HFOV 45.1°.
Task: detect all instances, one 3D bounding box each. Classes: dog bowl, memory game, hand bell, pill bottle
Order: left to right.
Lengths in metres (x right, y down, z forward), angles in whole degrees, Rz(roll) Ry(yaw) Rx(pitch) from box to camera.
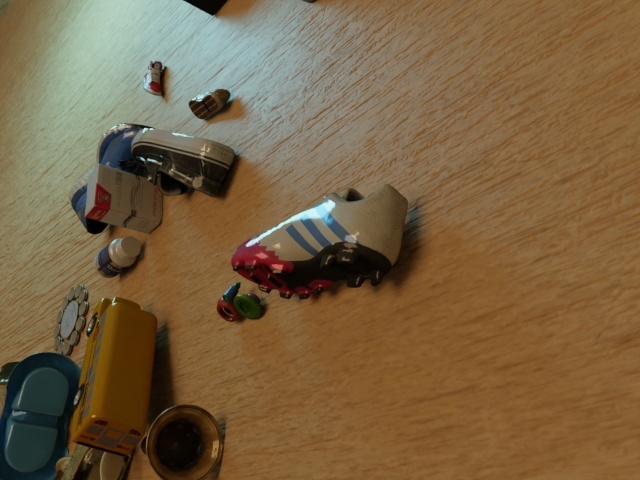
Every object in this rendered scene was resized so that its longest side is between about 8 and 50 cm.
[{"bbox_3d":[-0.636,0.396,1.722,0.074,0.165,0.297,-11,64,63],"label":"dog bowl"},{"bbox_3d":[-0.621,0.198,1.915,0.186,0.012,0.186,-29,52,44],"label":"memory game"},{"bbox_3d":[-0.451,0.035,1.719,0.120,0.067,0.067,-30,51,43],"label":"pill bottle"},{"bbox_3d":[-0.267,0.352,1.318,0.242,0.126,0.126,-29,51,59],"label":"hand bell"}]

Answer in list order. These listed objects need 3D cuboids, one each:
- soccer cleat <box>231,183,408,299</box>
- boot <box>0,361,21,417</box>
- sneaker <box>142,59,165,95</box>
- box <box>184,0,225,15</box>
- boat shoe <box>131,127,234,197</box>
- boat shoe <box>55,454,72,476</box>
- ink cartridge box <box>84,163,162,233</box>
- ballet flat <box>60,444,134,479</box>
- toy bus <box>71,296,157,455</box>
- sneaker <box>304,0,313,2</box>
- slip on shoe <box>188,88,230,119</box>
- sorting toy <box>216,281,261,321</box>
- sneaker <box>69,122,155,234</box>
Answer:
[{"bbox_3d":[0.000,0.000,1.119,0.331,0.116,0.143,-8,52,49],"label":"soccer cleat"},{"bbox_3d":[-0.765,0.399,1.946,0.213,0.077,0.165,-139,47,-80],"label":"boot"},{"bbox_3d":[-0.404,-0.400,1.887,0.067,0.042,0.118,-60,34,19],"label":"sneaker"},{"bbox_3d":[-0.237,-0.674,1.748,0.184,0.103,0.261,-39,46,40],"label":"box"},{"bbox_3d":[-0.304,-0.151,1.565,0.335,0.121,0.119,11,79,52],"label":"boat shoe"},{"bbox_3d":[-0.516,0.477,1.610,0.135,0.050,0.045,-34,43,40],"label":"boat shoe"},{"bbox_3d":[-0.426,-0.088,1.675,0.063,0.150,0.109,-37,47,43],"label":"ink cartridge box"},{"bbox_3d":[-0.432,0.486,1.407,0.123,0.123,0.349,-21,44,47],"label":"ballet flat"},{"bbox_3d":[-0.383,0.236,1.451,0.130,0.108,0.333,-50,29,32],"label":"toy bus"},{"bbox_3d":[-0.090,-0.546,1.469,0.283,0.122,0.110,41,106,53],"label":"sneaker"},{"bbox_3d":[-0.231,-0.289,1.608,0.041,0.051,0.135,-40,15,-27],"label":"slip on shoe"},{"bbox_3d":[-0.133,0.100,1.288,0.102,0.061,0.042,-16,27,41],"label":"sorting toy"},{"bbox_3d":[-0.469,-0.138,1.804,0.330,0.129,0.147,-49,55,32],"label":"sneaker"}]
